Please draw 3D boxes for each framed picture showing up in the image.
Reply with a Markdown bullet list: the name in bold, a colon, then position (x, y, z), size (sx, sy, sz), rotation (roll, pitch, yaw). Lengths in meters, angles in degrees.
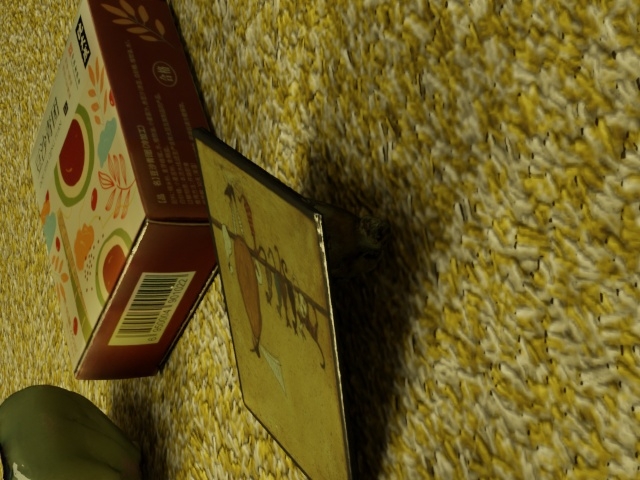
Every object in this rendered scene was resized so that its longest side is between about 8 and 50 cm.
- **framed picture**: position (-0.041, 0.081, 0.953), size (0.255, 0.014, 0.339), rotation (38, 142, 53)

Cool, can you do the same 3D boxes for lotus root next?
- **lotus root**: position (-0.002, 0.002, 0.935), size (0.165, 0.088, 0.088), rotation (9, 98, 50)

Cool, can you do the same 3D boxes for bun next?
- **bun**: position (-0.334, 0.333, 1.391), size (0.293, 0.187, 0.293), rotation (167, 90, -75)

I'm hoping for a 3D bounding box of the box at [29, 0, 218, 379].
- **box**: position (-0.261, -0.069, 1.323), size (0.344, 0.122, 0.385), rotation (-56, 45, 44)
